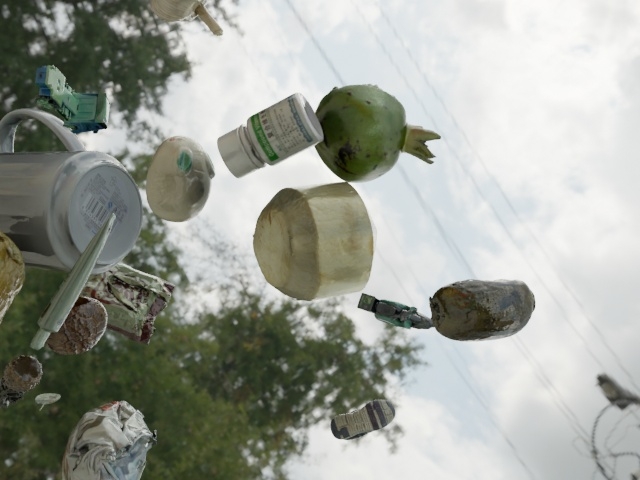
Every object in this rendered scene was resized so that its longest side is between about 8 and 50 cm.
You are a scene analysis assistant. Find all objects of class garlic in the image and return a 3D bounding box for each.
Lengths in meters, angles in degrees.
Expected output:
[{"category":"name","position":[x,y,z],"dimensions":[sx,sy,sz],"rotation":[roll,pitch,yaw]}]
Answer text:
[{"category":"garlic","position":[-0.334,-0.650,2.339],"dimensions":[0.226,0.199,0.199],"rotation":[44,-30,3]}]

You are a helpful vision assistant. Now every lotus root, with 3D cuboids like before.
[{"category":"lotus root","position":[0.407,0.172,2.137],"dimensions":[0.160,0.274,0.152],"rotation":[117,-39,-57]}]

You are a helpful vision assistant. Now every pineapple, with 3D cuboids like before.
[{"category":"pineapple","position":[-0.617,0.288,1.730],"dimensions":[0.159,0.074,0.074],"rotation":[-42,-103,40]}]

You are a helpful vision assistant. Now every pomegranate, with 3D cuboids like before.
[{"category":"pomegranate","position":[0.134,-0.268,2.193],"dimensions":[0.340,0.260,0.260],"rotation":[13,-43,6]}]

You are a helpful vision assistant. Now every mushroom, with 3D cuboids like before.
[{"category":"mushroom","position":[-0.473,0.167,1.666],"dimensions":[0.109,0.126,0.085],"rotation":[36,-2,-19]}]

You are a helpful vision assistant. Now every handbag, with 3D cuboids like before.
[{"category":"handbag","position":[-0.493,0.141,2.082],"dimensions":[0.235,0.213,0.127],"rotation":[24,-48,-8]}]

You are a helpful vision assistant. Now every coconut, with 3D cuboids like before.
[{"category":"coconut","position":[0.000,0.000,2.152],"dimensions":[0.323,0.323,0.323],"rotation":[39,-36,36]}]

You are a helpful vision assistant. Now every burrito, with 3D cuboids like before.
[{"category":"burrito","position":[-0.276,0.281,1.096],"dimensions":[0.445,0.101,0.139],"rotation":[128,-34,-62]}]

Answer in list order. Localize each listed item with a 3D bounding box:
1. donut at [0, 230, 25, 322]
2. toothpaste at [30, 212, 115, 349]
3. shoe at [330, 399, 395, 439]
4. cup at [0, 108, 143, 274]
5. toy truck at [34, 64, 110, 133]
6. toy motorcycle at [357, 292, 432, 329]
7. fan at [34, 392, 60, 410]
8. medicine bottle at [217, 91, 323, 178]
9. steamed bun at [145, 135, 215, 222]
[{"category":"donut","position":[-0.694,0.069,1.518],"dimensions":[0.330,0.329,0.160],"rotation":[90,6,-51]},{"category":"toothpaste","position":[-0.403,0.066,1.411],"dimensions":[0.037,0.255,0.067],"rotation":[30,-5,-7]},{"category":"shoe","position":[0.093,0.387,1.834],"dimensions":[0.071,0.142,0.064],"rotation":[68,1,-67]},{"category":"cup","position":[-0.535,-0.099,1.695],"dimensions":[0.326,0.236,0.323],"rotation":[3,-85,33]},{"category":"toy truck","position":[-0.419,-0.243,1.462],"dimensions":[0.175,0.081,0.067],"rotation":[63,28,-72]},{"category":"toy motorcycle","position":[0.181,0.172,2.020],"dimensions":[0.173,0.058,0.100],"rotation":[16,-7,34]},{"category":"fan","position":[-0.660,0.389,2.088],"dimensions":[0.080,0.060,0.003],"rotation":[33,-51,57]},{"category":"medicine bottle","position":[-0.123,-0.251,2.087],"dimensions":[0.139,0.236,0.139],"rotation":[59,15,-27]},{"category":"steamed bun","position":[-0.358,-0.158,2.249],"dimensions":[0.130,0.177,0.228],"rotation":[11,-86,36]}]
